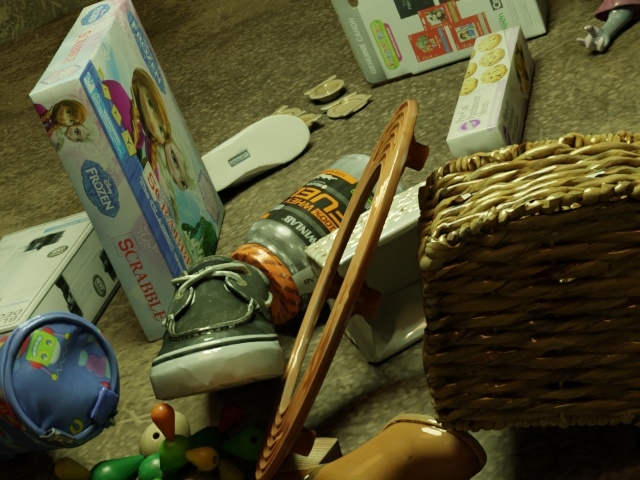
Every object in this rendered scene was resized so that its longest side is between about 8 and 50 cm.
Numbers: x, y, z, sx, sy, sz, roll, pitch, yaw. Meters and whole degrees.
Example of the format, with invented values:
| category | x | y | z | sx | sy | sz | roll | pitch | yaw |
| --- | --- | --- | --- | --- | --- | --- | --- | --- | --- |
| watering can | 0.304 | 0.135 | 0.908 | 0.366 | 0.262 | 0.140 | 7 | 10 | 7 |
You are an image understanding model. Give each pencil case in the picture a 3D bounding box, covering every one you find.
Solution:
| category | x | y | z | sx | sy | sz | roll | pitch | yaw |
| --- | --- | --- | --- | --- | --- | --- | --- | --- | --- |
| pencil case | -0.295 | 0.155 | 1.476 | 0.306 | 0.133 | 0.119 | -23 | 29 | 57 |

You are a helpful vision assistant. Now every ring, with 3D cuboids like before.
| category | x | y | z | sx | sy | sz | roll | pitch | yaw |
| --- | --- | --- | --- | --- | --- | --- | --- | --- | --- |
| ring | 0.021 | 0.043 | 1.248 | 0.032 | 0.336 | 0.336 | 21 | 28 | -4 |

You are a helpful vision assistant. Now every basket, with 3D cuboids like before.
| category | x | y | z | sx | sy | sz | roll | pitch | yaw |
| --- | --- | --- | --- | --- | --- | --- | --- | --- | --- |
| basket | 0.226 | 0.003 | 1.184 | 0.299 | 0.213 | 0.223 | -2 | 28 | 10 |
| basket | 0.082 | 0.025 | 1.493 | 0.167 | 0.113 | 0.103 | -29 | 19 | -11 |

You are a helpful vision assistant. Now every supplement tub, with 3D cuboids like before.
| category | x | y | z | sx | sy | sz | roll | pitch | yaw |
| --- | --- | --- | --- | --- | --- | --- | --- | --- | --- |
| supplement tub | 0.000 | 0.000 | 1.618 | 0.190 | 0.117 | 0.117 | -38 | 26 | -30 |

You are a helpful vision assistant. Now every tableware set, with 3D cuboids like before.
| category | x | y | z | sx | sy | sz | roll | pitch | yaw |
| --- | --- | --- | --- | --- | --- | --- | --- | --- | --- |
| tableware set | -0.011 | -0.187 | 2.164 | 0.141 | 0.020 | 0.168 | -29 | 23 | -13 |

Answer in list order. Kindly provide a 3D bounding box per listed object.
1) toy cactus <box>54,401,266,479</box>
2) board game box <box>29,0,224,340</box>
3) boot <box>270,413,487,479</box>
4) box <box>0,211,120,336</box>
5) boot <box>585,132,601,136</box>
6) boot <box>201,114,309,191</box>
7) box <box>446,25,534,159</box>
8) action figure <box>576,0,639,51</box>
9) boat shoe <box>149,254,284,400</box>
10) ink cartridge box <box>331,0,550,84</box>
| category | x | y | z | sx | sy | sz | roll | pitch | yaw |
| --- | --- | --- | --- | --- | --- | --- | --- | --- | --- |
| toy cactus | -0.154 | 0.197 | 1.381 | 0.219 | 0.112 | 0.180 | -30 | 12 | 8 |
| board game box | -0.214 | -0.095 | 1.778 | 0.066 | 0.319 | 0.318 | -18 | 24 | 11 |
| boot | 0.027 | 0.215 | 1.189 | 0.197 | 0.073 | 0.152 | -17 | 24 | 37 |
| box | -0.355 | 0.079 | 1.832 | 0.169 | 0.087 | 0.290 | -14 | 25 | 23 |
| boot | 0.377 | -0.088 | 1.496 | 0.208 | 0.076 | 0.190 | -29 | 36 | 5 |
| boot | -0.109 | -0.112 | 2.041 | 0.190 | 0.069 | 0.086 | -25 | 4 | -26 |
| box | 0.213 | -0.173 | 1.855 | 0.067 | 0.063 | 0.324 | -16 | 24 | 21 |
| action figure | 0.410 | -0.400 | 1.925 | 0.275 | 0.248 | 0.370 | -31 | 26 | -18 |
| boat shoe | -0.101 | 0.075 | 1.408 | 0.121 | 0.119 | 0.335 | -10 | 2 | -2 |
| ink cartridge box | 0.142 | -0.406 | 2.117 | 0.272 | 0.309 | 0.130 | -16 | 24 | 19 |
